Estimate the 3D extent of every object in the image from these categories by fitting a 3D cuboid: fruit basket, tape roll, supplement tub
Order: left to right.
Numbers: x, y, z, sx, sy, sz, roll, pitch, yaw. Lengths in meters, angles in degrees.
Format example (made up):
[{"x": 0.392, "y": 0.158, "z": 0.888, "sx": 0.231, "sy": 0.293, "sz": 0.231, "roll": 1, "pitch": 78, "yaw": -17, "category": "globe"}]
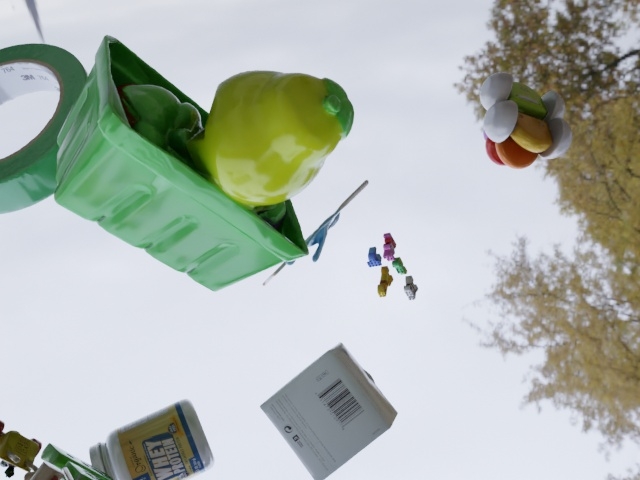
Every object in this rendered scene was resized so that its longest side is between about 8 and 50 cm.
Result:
[{"x": -0.533, "y": -0.197, "z": 1.057, "sx": 0.321, "sy": 0.077, "sz": 0.321, "roll": -5, "pitch": -120, "yaw": 8, "category": "tape roll"}, {"x": -0.314, "y": 0.401, "z": 1.157, "sx": 0.200, "sy": 0.144, "sz": 0.144, "roll": -22, "pitch": -147, "yaw": -17, "category": "supplement tub"}, {"x": -0.133, "y": -0.132, "z": 0.857, "sx": 0.392, "sy": 0.392, "sz": 0.283, "roll": -13, "pitch": -137, "yaw": -10, "category": "fruit basket"}]

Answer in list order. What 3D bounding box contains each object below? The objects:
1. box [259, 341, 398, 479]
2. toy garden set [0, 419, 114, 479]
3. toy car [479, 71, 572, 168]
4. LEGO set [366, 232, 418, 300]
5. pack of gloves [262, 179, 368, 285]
[{"x": 0.018, "y": 0.322, "z": 1.169, "sx": 0.182, "sy": 0.181, "sz": 0.119, "roll": -41, "pitch": 169, "yaw": 9, "category": "box"}, {"x": -0.289, "y": 0.304, "z": 0.726, "sx": 0.244, "sy": 0.204, "sz": 0.049, "roll": 9, "pitch": -122, "yaw": 48, "category": "toy garden set"}, {"x": 0.358, "y": -0.208, "z": 1.131, "sx": 0.159, "sy": 0.136, "sz": 0.182, "roll": 16, "pitch": -129, "yaw": -13, "category": "toy car"}, {"x": 0.185, "y": 0.096, "z": 1.673, "sx": 0.087, "sy": 0.227, "sz": 0.093, "roll": -11, "pitch": -139, "yaw": 27, "category": "LEGO set"}, {"x": 0.000, "y": 0.000, "z": 1.217, "sx": 0.046, "sy": 0.195, "sz": 0.232, "roll": 45, "pitch": -120, "yaw": 0, "category": "pack of gloves"}]
